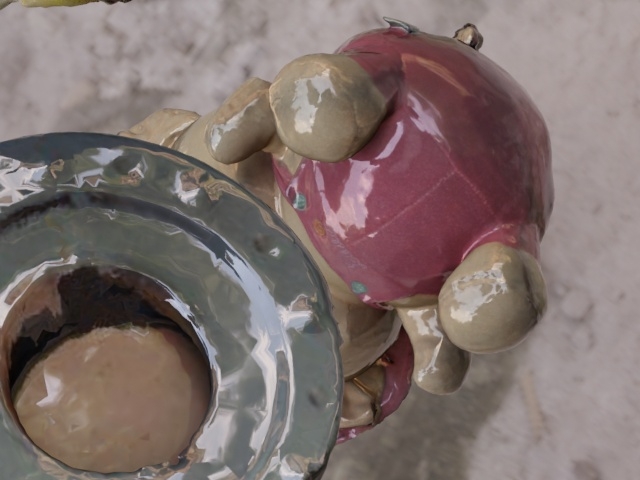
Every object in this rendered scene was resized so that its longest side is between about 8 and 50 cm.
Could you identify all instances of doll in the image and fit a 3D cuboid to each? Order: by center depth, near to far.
[{"bbox_3d":[-0.003,0.000,0.909,0.256,0.152,0.196,-27,75,50],"label":"doll"}]

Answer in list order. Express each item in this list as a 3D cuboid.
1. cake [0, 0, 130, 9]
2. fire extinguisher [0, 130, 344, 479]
[{"bbox_3d":[-0.015,-0.087,0.466,0.079,0.116,0.185,7,49,36],"label":"cake"},{"bbox_3d":[-0.125,0.119,0.530,0.200,0.376,0.113,-26,74,-27],"label":"fire extinguisher"}]
